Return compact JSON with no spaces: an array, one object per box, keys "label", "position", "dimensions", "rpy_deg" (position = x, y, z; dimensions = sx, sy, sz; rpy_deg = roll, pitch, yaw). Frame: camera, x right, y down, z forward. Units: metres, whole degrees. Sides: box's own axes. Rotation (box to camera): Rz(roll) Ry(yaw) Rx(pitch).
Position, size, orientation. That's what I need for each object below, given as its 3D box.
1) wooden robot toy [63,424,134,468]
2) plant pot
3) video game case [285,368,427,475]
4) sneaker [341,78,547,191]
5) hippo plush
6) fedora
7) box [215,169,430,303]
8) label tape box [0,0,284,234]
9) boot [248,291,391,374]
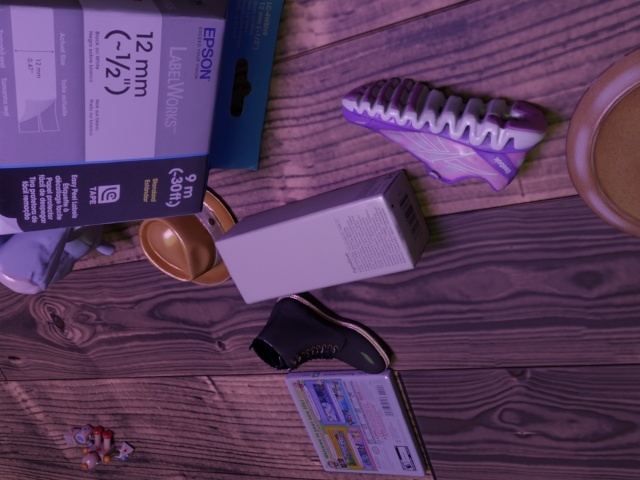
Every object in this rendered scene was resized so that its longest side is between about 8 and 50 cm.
[{"label":"wooden robot toy","position":[-0.502,0.460,1.362],"dimensions":[0.173,0.079,0.076],"rpy_deg":[14,123,17]},{"label":"plant pot","position":[0.385,-0.096,0.656],"dimensions":[0.236,0.032,0.236],"rpy_deg":[11,121,19]},{"label":"video game case","position":[0.060,0.309,1.046],"dimensions":[0.193,0.023,0.212],"rpy_deg":[-9,114,29]},{"label":"sneaker","position":[0.134,-0.119,0.728],"dimensions":[0.236,0.095,0.104],"rpy_deg":[16,131,15]},{"label":"hippo plush","position":[-0.420,-0.055,0.922],"dimensions":[0.234,0.294,0.236],"rpy_deg":[42,160,-5]},{"label":"fedora","position":[-0.219,0.001,0.965],"dimensions":[0.194,0.079,0.194],"rpy_deg":[12,122,19]},{"label":"box","position":[0.000,0.000,0.853],"dimensions":[0.275,0.094,0.113],"rpy_deg":[-13,111,31]},{"label":"label tape box","position":[-0.197,-0.153,0.710],"dimensions":[0.115,0.347,0.249],"rpy_deg":[53,140,42]},{"label":"boot","position":[-0.002,0.170,0.925],"dimensions":[0.198,0.137,0.077],"rpy_deg":[29,126,7]}]
